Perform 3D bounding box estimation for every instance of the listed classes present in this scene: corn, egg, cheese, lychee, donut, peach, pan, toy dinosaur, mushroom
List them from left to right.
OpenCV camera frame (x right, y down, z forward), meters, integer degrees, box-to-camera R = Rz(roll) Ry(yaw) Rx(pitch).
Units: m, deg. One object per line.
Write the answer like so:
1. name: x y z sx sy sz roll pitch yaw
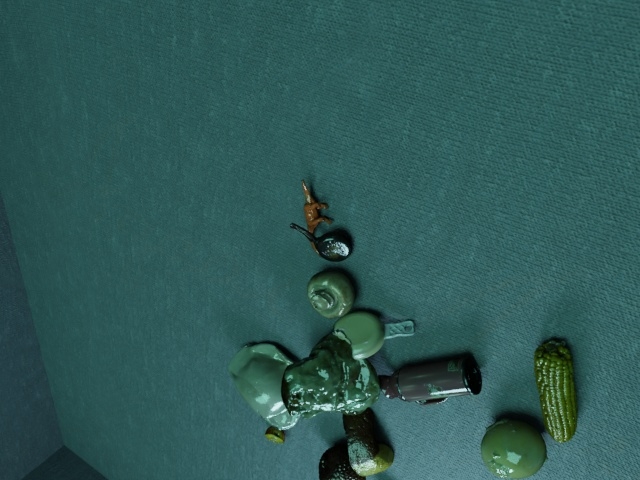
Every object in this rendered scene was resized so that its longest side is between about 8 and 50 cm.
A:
1. peach: -0.192 0.840 2.034 0.098 0.061 0.098 17 143 13
2. toy dinosaur: -0.014 -0.065 1.471 0.101 0.055 0.280 5 117 41
3. pan: -0.001 0.002 1.455 0.211 0.040 0.115 25 133 -5
4. mushroom: 0.031 0.179 1.516 0.166 0.127 0.166 18 129 23
5. lychee: 0.080 0.888 1.814 0.194 0.194 0.195 14 120 26
6. donut: 0.169 0.744 1.706 0.112 0.151 0.295 -25 98 28
7. cheese: 0.167 0.279 1.500 0.248 0.164 0.071 -26 136 3
8. egg: 0.565 0.614 1.375 0.164 0.164 0.201 48 132 3
9. corn: 0.641 0.419 1.265 0.101 0.102 0.313 -6 110 34

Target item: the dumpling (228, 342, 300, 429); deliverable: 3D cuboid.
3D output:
1. dumpling: -0.199 0.542 1.834 0.260 0.181 0.341 -53 44 12

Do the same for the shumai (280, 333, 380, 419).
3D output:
1. shumai: 0.009 0.491 1.565 0.303 0.263 0.310 17 120 49

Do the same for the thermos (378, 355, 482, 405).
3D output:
1. thermos: 0.337 0.449 1.477 0.330 0.110 0.136 -23 141 38
